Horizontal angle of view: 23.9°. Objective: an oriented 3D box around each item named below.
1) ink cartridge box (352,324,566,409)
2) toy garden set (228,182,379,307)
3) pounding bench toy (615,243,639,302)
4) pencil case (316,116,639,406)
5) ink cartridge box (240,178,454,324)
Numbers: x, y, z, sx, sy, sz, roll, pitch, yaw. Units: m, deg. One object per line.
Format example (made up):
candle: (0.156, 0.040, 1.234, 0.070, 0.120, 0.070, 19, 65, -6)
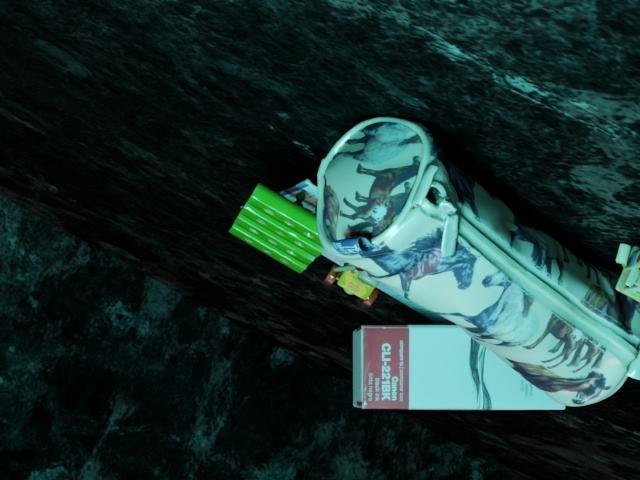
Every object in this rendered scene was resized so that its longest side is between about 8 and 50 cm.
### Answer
ink cartridge box: (0.185, 0.173, 2.051, 0.273, 0.114, 0.197, 0, 175, -2)
toy garden set: (0.000, 0.000, 1.829, 0.204, 0.049, 0.244, 30, 167, -4)
pounding bench toy: (0.331, 0.030, 1.558, 0.083, 0.052, 0.065, 27, 169, -8)
pencil case: (0.183, 0.032, 1.616, 0.410, 0.160, 0.183, 33, 180, -32)
ink cartridge box: (0.089, 0.000, 1.900, 0.330, 0.071, 0.324, 32, 168, -13)
